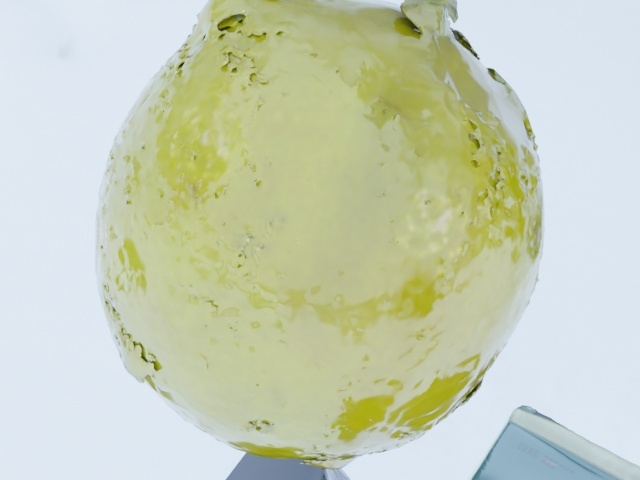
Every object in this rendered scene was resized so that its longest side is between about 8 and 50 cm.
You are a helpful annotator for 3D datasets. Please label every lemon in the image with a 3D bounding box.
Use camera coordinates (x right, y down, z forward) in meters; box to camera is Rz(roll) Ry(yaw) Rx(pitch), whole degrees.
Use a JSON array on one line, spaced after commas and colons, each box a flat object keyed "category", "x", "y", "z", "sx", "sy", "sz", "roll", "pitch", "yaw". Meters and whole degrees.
[{"category": "lemon", "x": 0.000, "y": 0.000, "z": 0.419, "sx": 0.174, "sy": 0.206, "sz": 0.173, "roll": 4, "pitch": 19, "yaw": -1}]

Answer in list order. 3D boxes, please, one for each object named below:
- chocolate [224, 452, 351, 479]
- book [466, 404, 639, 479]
[{"category": "chocolate", "x": -0.009, "y": 0.186, "z": 0.642, "sx": 0.080, "sy": 0.125, "sz": 0.148, "roll": 48, "pitch": 44, "yaw": -23}, {"category": "book", "x": 0.281, "y": 0.316, "z": 1.158, "sx": 0.264, "sy": 0.379, "sz": 0.031, "roll": 27, "pitch": 60, "yaw": 9}]
